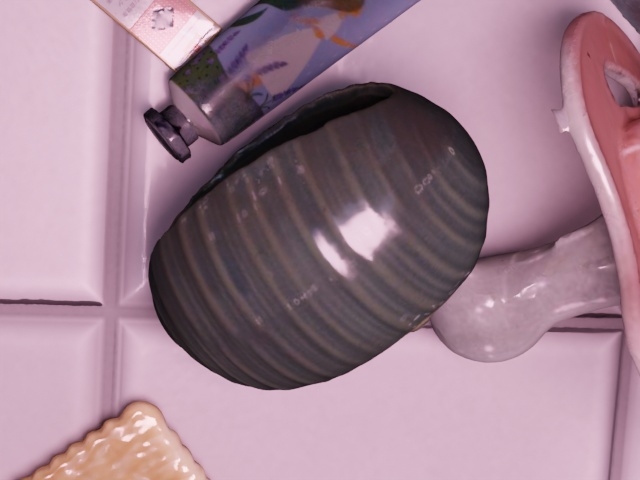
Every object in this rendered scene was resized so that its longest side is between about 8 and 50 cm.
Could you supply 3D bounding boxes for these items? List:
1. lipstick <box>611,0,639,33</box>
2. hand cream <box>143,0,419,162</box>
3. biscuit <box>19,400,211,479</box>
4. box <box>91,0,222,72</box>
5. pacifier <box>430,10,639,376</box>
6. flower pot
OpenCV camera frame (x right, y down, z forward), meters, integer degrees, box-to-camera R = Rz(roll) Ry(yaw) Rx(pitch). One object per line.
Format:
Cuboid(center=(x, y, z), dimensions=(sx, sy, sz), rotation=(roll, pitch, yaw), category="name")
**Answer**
Cuboid(center=(0.292, -0.161, 0.891), dimensions=(0.080, 0.371, 0.076), rotation=(-46, 103, -2), category="lipstick")
Cuboid(center=(-0.008, -0.157, 1.000), dimensions=(0.271, 0.058, 0.091), rotation=(-40, 98, -9), category="hand cream")
Cuboid(center=(-0.185, 0.241, 1.038), dimensions=(0.250, 0.030, 0.160), rotation=(-35, 104, -4), category="biscuit")
Cuboid(center=(-0.115, -0.158, 0.998), dimensions=(0.083, 0.012, 0.046), rotation=(40, 89, -14), category="box")
Cuboid(center=(0.215, 0.007, 0.983), dimensions=(0.273, 0.220, 0.332), rotation=(-12, 78, -8), category="pacifier")
Cuboid(center=(0.000, 0.000, 0.948), dimensions=(0.243, 0.189, 0.157), rotation=(-35, 98, 23), category="flower pot")
